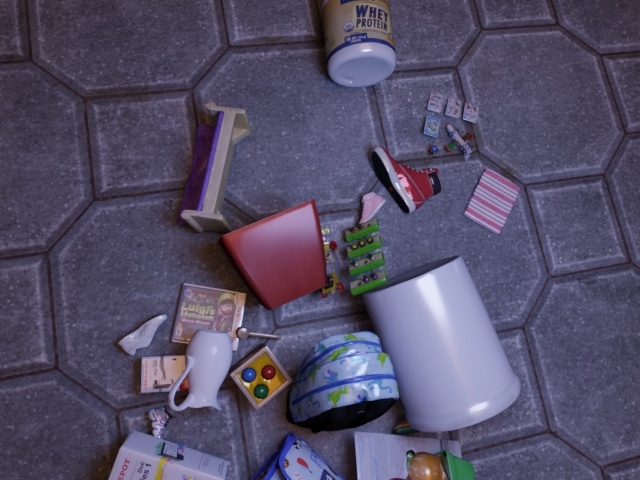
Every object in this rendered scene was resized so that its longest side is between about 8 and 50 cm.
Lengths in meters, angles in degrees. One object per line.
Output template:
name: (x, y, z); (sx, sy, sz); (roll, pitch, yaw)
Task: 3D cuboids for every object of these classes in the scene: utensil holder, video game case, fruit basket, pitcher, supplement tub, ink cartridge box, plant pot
utensil holder: (0.326, 0.272, 1.337); (0.327, 0.327, 0.386); (-21, 87, -13)
video game case: (-0.324, 0.225, 1.410); (0.190, 0.022, 0.173); (10, 76, -7)
fruit basket: (0.257, 0.702, 1.298); (0.352, 0.166, 0.327); (9, 50, -14)
pitcher: (-0.321, 0.345, 1.280); (0.125, 0.177, 0.207); (3, 81, 30)
supplement tub: (0.121, -0.695, 1.575); (0.228, 0.228, 0.317); (-4, 79, -10)
ink cartridge box: (-0.429, 0.372, 1.343); (0.135, 0.056, 0.100); (-1, 78, -10)
plant pot: (-0.120, 0.051, 1.373); (0.267, 0.267, 0.236); (-24, 94, -13)
ink cartridge box: (-0.407, 0.646, 1.240); (0.277, 0.117, 0.202); (20, 87, -5)

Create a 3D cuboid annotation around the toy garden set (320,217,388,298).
toy garden set: (0.084, 0.051, 1.426); (0.203, 0.049, 0.245); (-22, 45, 20)

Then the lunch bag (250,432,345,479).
lunch bag: (-0.065, 0.742, 1.225); (0.328, 0.239, 0.385); (43, 45, 3)

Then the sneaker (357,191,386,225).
sneaker: (0.146, -0.102, 1.545); (0.070, 0.051, 0.134); (40, 71, 2)

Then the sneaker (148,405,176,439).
sneaker: (-0.429, 0.506, 1.323); (0.069, 0.038, 0.098); (-16, 82, -12)

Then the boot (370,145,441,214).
boot: (0.287, -0.232, 1.580); (0.176, 0.088, 0.244); (-35, 94, -15)

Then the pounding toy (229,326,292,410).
pounding toy: (-0.173, 0.336, 1.362); (0.181, 0.094, 0.206); (-37, 94, -15)

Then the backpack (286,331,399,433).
backpack: (0.064, 0.385, 1.270); (0.289, 0.355, 0.274); (-1, 78, -9)

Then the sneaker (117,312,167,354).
sneaker: (-0.494, 0.264, 1.362); (0.152, 0.053, 0.061); (-37, 95, -9)

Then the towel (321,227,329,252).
towel: (0.000, 0.000, 1.518); (0.060, 0.009, 0.084); (5, 78, -8)

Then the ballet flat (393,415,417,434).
ballet flat: (0.324, 0.533, 1.438); (0.232, 0.080, 0.073); (0, 50, -12)

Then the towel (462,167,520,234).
towel: (0.584, -0.134, 1.639); (0.144, 0.029, 0.197); (30, 77, -2)

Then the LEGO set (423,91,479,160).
LEGO set: (0.445, -0.386, 1.668); (0.182, 0.060, 0.245); (16, 67, -2)

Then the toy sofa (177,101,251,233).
toy sofa: (-0.327, -0.212, 1.419); (0.176, 0.150, 0.363); (8, 76, 3)
